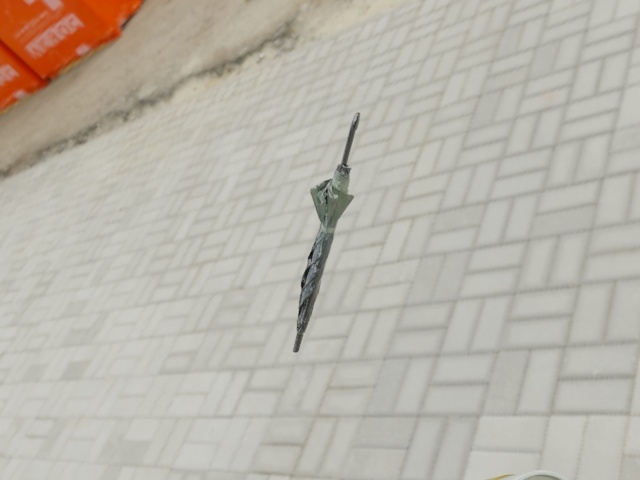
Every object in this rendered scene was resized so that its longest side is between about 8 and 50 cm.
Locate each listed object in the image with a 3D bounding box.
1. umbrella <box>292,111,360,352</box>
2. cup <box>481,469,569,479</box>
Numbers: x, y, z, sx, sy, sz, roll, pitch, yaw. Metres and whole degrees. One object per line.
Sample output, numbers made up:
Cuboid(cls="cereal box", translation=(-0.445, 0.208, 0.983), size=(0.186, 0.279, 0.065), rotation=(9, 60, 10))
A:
Cuboid(cls="umbrella", translation=(-0.001, 0.001, 0.817), size=(0.044, 0.044, 0.269), rotation=(-62, -12, -69))
Cuboid(cls="cup", translation=(0.264, 0.458, 1.179), size=(0.226, 0.185, 0.241), rotation=(-29, 59, 58))
